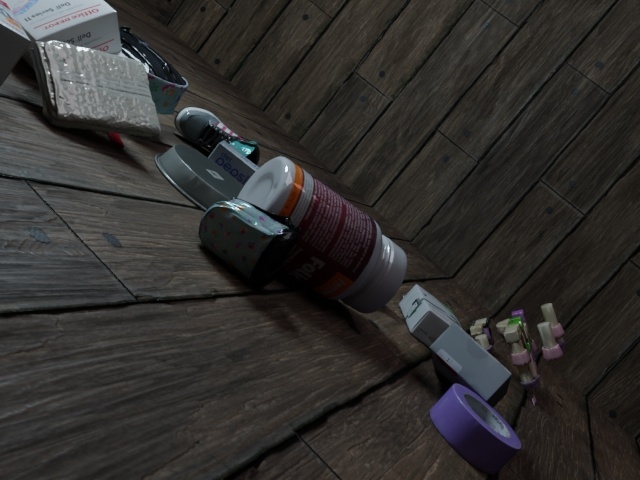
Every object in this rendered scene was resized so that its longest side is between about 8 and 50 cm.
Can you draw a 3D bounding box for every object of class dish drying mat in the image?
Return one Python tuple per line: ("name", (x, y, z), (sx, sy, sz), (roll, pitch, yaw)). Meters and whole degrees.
("dish drying mat", (-0.469, -0.237, 1.628), (0.032, 0.008, 0.083), (28, 17, -42))

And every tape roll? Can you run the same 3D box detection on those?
("tape roll", (0.330, 0.401, 1.530), (0.189, 0.080, 0.189), (39, 11, -9))

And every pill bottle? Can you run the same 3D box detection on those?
("pill bottle", (0.000, 0.000, 1.663), (0.392, 0.224, 0.224), (34, 13, -26))

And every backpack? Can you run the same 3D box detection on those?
("backpack", (-0.151, -0.009, 1.439), (0.182, 0.152, 0.115), (36, 14, 11))
("backpack", (-0.477, -0.416, 1.828), (0.253, 0.191, 0.225), (34, 15, 15))

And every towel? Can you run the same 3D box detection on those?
("towel", (-0.471, -0.316, 1.522), (0.282, 0.049, 0.187), (0, 69, -53))

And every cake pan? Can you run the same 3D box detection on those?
("cake pan", (-0.271, -0.139, 1.766), (0.293, 0.054, 0.293), (37, 11, -9))

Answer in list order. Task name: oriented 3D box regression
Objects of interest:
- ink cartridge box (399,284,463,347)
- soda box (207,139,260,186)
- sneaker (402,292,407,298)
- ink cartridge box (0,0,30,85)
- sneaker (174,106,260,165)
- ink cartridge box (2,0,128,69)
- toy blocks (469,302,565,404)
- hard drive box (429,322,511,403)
("ink cartridge box", (0.334, 0.242, 2.130), (0.160, 0.093, 0.219), (36, 11, -13))
("soda box", (-0.186, -0.147, 1.960), (0.286, 0.098, 0.091), (38, 10, -8))
("sneaker", (0.309, 0.200, 2.362), (0.083, 0.035, 0.031), (42, 11, 12))
("ink cartridge box", (-0.647, -0.387, 1.330), (0.128, 0.127, 0.176), (26, 18, -52))
("sneaker", (-0.287, -0.281, 2.126), (0.178, 0.124, 0.295), (37, 5, 42))
("ink cartridge box", (-0.603, -0.497, 1.643), (0.353, 0.207, 0.119), (42, -32, 23))
("toy blocks", (0.704, 0.404, 2.513), (0.288, 0.308, 0.260), (-32, 104, -66))
("hard drive box", (0.366, 0.318, 1.750), (0.181, 0.089, 0.232), (43, -9, 24))
